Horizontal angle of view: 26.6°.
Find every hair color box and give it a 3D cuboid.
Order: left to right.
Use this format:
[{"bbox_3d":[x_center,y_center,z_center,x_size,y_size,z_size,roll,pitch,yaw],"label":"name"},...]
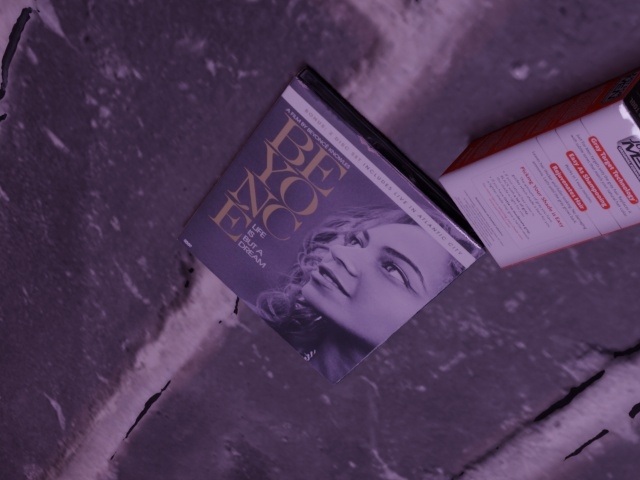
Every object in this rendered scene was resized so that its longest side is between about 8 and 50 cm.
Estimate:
[{"bbox_3d":[0.142,-0.038,0.766,0.141,0.043,0.072,-21,109,49],"label":"hair color box"}]

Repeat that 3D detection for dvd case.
[{"bbox_3d":[0.000,0.000,0.939,0.164,0.018,0.221,43,140,1],"label":"dvd case"}]
